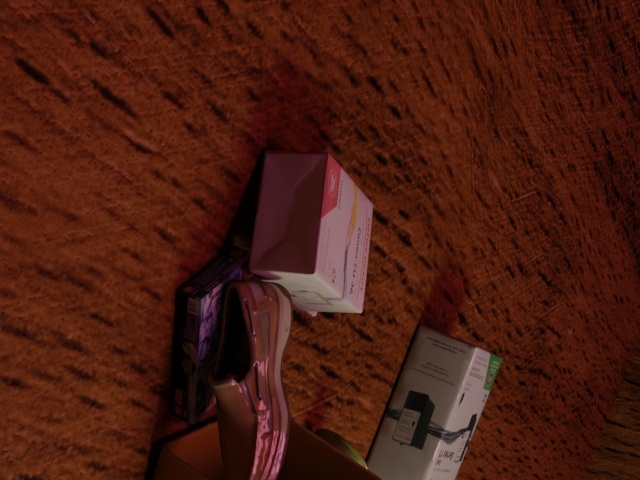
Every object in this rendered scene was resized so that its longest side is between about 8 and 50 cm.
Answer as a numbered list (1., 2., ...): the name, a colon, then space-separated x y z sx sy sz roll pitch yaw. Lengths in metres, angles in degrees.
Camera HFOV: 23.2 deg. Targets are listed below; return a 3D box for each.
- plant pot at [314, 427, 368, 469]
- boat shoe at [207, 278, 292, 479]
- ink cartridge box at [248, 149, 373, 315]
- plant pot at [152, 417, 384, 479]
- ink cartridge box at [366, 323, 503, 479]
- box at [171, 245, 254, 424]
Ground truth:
1. plant pot: -0.002 0.267 1.739 0.079 0.083 0.083 -41 147 -29
2. boat shoe: -0.071 0.128 1.359 0.072 0.068 0.190 9 80 -52
3. ink cartridge box: 0.000 0.000 1.463 0.198 0.067 0.115 43 52 -68
4. plant pot: -0.054 0.304 1.477 0.187 0.212 0.212 -64 161 17
5. ink cartridge box: 0.149 0.228 2.041 0.208 0.087 0.153 -68 158 -2
6. box: -0.096 0.084 1.398 0.094 0.027 0.137 -41 144 -51
